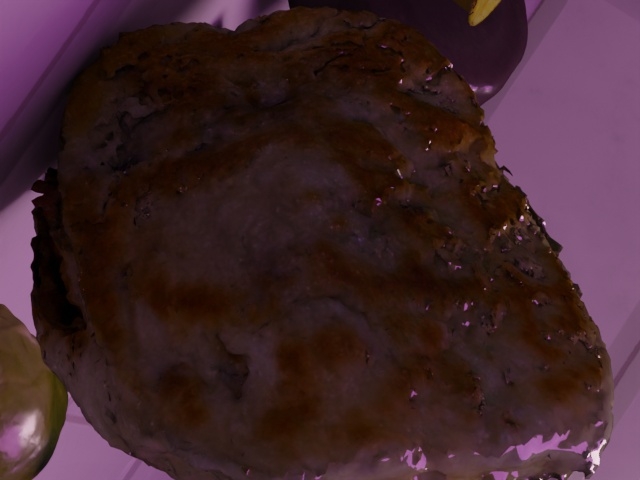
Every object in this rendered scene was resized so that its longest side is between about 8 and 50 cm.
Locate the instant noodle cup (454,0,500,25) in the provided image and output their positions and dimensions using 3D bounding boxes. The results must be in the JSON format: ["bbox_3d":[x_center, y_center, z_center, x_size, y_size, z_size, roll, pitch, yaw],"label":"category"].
[{"bbox_3d":[0.116,-0.338,1.224,0.264,0.200,0.264,-55,172,-11],"label":"instant noodle cup"}]

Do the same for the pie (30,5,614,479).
[{"bbox_3d":[-0.001,0.020,1.050,0.395,0.418,0.180,-13,145,-25],"label":"pie"}]

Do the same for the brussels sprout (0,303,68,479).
[{"bbox_3d":[-0.254,0.130,1.107,0.151,0.122,0.149,-55,175,-3],"label":"brussels sprout"}]

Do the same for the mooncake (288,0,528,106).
[{"bbox_3d":[0.084,-0.223,1.412,0.133,0.245,0.245,-32,-165,50],"label":"mooncake"}]
